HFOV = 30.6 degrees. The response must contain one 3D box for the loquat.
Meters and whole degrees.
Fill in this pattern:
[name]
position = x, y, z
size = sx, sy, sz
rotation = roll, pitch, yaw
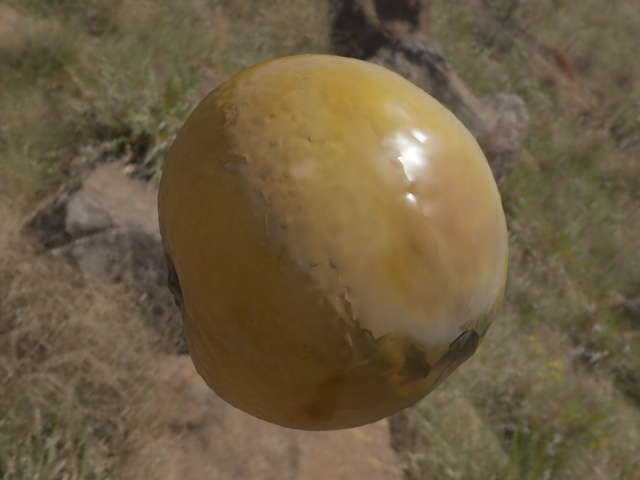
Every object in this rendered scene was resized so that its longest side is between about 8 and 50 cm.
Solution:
[loquat]
position = 0.000, 0.000, 0.828
size = 0.263, 0.263, 0.263
rotation = 35, 23, -18
